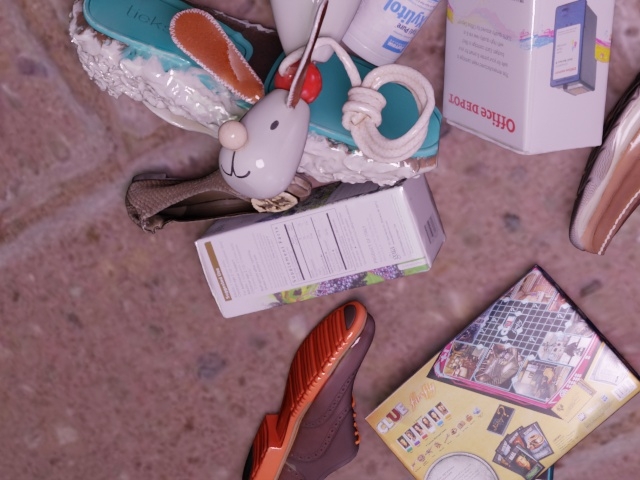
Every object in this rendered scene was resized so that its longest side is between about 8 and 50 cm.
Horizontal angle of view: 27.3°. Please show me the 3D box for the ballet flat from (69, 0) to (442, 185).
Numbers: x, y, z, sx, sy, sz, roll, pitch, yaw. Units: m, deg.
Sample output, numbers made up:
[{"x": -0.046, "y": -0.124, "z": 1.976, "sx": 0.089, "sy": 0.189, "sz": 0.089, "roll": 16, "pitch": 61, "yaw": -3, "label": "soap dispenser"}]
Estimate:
[{"x": -0.066, "y": -0.146, "z": 1.347, "sx": 0.409, "sy": 0.147, "sz": 0.147, "roll": 25, "pitch": 114, "yaw": 10, "label": "ballet flat"}]

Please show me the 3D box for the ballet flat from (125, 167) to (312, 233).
[{"x": -0.113, "y": -0.040, "z": 1.370, "sx": 0.250, "sy": 0.058, "sz": 0.084, "roll": -2, "pitch": 152, "yaw": 38, "label": "ballet flat"}]

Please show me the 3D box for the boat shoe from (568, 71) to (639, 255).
[{"x": 0.339, "y": -0.114, "z": 1.230, "sx": 0.116, "sy": 0.123, "sz": 0.324, "roll": 28, "pitch": 116, "yaw": 3, "label": "boat shoe"}]

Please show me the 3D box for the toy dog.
[{"x": -0.027, "y": -0.221, "z": 1.188, "sx": 0.220, "sy": 0.161, "sz": 0.334, "roll": -14, "pitch": 62, "yaw": 29, "label": "toy dog"}]

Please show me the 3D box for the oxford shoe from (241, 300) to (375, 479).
[{"x": 0.007, "y": 0.183, "z": 1.456, "sx": 0.098, "sy": 0.097, "sz": 0.271, "roll": 21, "pitch": 119, "yaw": -13, "label": "oxford shoe"}]

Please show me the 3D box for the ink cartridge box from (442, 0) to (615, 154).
[{"x": 0.188, "y": -0.200, "z": 1.214, "sx": 0.093, "sy": 0.154, "sz": 0.212, "roll": -6, "pitch": 110, "yaw": -24, "label": "ink cartridge box"}]

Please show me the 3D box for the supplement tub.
[{"x": 0.072, "y": -0.230, "z": 1.290, "sx": 0.071, "sy": 0.071, "sz": 0.107, "roll": 36, "pitch": 114, "yaw": 1, "label": "supplement tub"}]

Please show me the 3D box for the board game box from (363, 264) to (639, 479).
[{"x": 0.188, "y": 0.165, "z": 1.364, "sx": 0.243, "sy": 0.042, "sz": 0.165, "roll": -42, "pitch": 81, "yaw": 11, "label": "board game box"}]

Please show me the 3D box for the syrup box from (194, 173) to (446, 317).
[{"x": 0.000, "y": 0.000, "z": 1.379, "sx": 0.236, "sy": 0.093, "sz": 0.096, "roll": -15, "pitch": 104, "yaw": 20, "label": "syrup box"}]

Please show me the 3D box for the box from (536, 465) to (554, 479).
[{"x": 0.200, "y": 0.324, "z": 1.453, "sx": 0.100, "sy": 0.060, "sz": 0.244, "roll": 6, "pitch": 110, "yaw": 14, "label": "box"}]
